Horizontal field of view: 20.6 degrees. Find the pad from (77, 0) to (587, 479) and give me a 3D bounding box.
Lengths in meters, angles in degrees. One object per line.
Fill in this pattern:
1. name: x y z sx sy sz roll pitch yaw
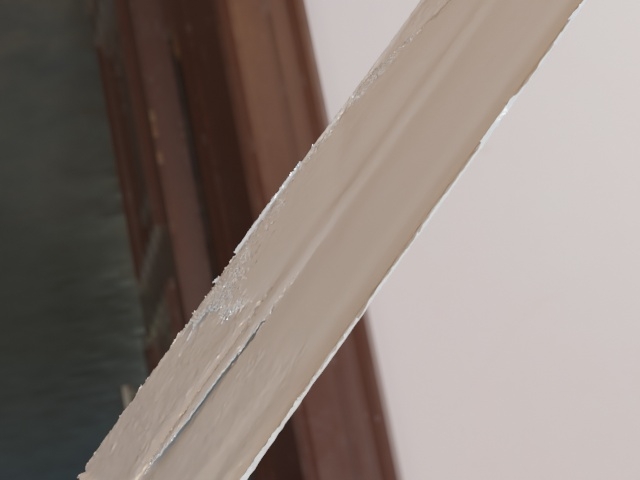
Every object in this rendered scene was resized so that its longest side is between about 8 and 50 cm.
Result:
1. pad: 0.000 0.000 0.567 0.004 0.232 0.156 37 174 -17
